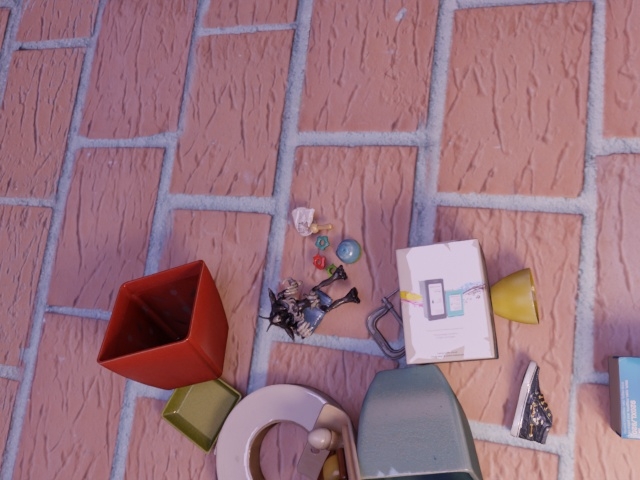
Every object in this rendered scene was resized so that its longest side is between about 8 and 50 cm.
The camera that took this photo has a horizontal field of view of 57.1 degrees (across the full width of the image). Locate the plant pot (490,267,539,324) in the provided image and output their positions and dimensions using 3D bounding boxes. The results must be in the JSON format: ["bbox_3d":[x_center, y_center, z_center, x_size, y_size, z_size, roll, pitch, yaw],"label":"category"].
[{"bbox_3d":[0.459,0.138,1.397,0.095,0.134,0.134,-10,75,23],"label":"plant pot"}]

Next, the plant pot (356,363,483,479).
[{"bbox_3d":[0.225,0.433,1.364,0.248,0.247,0.252,-11,57,17],"label":"plant pot"}]

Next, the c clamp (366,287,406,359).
[{"bbox_3d":[0.191,0.220,1.528,0.137,0.022,0.161,-33,70,10],"label":"c clamp"}]

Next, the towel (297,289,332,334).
[{"bbox_3d":[-0.020,0.195,1.602,0.067,0.029,0.119,33,90,22],"label":"towel"}]

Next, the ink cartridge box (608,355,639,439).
[{"bbox_3d":[0.743,0.332,1.233,0.232,0.171,0.168,-1,79,19],"label":"ink cartridge box"}]

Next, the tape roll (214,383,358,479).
[{"bbox_3d":[-0.086,0.568,1.525,0.392,0.072,0.392,-4,78,19],"label":"tape roll"}]

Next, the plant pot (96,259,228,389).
[{"bbox_3d":[-0.386,0.252,1.578,0.267,0.236,0.267,-17,42,16],"label":"plant pot"}]

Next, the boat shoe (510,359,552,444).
[{"bbox_3d":[0.503,0.377,1.369,0.083,0.065,0.183,13,90,20],"label":"boat shoe"}]

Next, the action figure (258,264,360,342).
[{"bbox_3d":[-0.046,0.166,1.528,0.275,0.141,0.164,-27,83,10],"label":"action figure"}]

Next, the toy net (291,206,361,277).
[{"bbox_3d":[0.000,0.000,1.632,0.232,0.045,0.122,42,103,24],"label":"toy net"}]

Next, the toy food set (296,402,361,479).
[{"bbox_3d":[-0.001,0.538,1.291,0.092,0.306,0.220,18,110,-10],"label":"toy food set"}]

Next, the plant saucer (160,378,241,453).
[{"bbox_3d":[-0.326,0.461,1.644,0.188,0.045,0.188,30,89,22],"label":"plant saucer"}]

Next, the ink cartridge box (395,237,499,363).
[{"bbox_3d":[0.305,0.153,1.409,0.197,0.198,0.270,-8,75,18],"label":"ink cartridge box"}]
